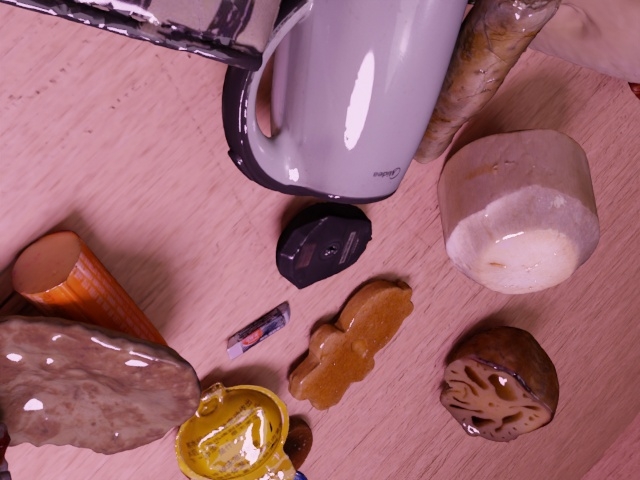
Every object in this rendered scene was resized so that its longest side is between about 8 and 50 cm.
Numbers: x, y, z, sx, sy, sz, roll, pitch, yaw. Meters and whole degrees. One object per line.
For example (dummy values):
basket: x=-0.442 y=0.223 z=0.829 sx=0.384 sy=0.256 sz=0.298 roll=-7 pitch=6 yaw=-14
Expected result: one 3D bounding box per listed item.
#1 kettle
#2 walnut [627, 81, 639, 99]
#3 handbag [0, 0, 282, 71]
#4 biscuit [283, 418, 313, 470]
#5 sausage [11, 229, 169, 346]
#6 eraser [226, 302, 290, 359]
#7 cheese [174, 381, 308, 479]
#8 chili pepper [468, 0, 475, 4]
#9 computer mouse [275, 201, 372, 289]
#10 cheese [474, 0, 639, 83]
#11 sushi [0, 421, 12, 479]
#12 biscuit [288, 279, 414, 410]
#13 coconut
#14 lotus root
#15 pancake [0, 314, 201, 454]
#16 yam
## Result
kettle: x=0.012 y=-0.152 z=0.608 sx=0.221 sy=0.161 sz=0.236 roll=-16 pitch=133 yaw=-37
walnut: x=0.553 y=-0.309 z=0.960 sx=0.244 sy=0.221 sz=0.269 roll=-63 pitch=142 yaw=-37
handbag: x=-0.150 y=-0.284 z=0.361 sx=0.327 sy=0.162 sz=0.325 roll=0 pitch=118 yaw=-36
biscuit: x=-0.075 y=0.307 z=0.988 sx=0.124 sy=0.026 sz=0.175 roll=-48 pitch=141 yaw=-4
sausage: x=-0.207 y=0.090 z=0.665 sx=0.071 sy=0.071 sz=0.234 roll=-38 pitch=139 yaw=-14
eraser: x=-0.076 y=0.114 z=0.842 sx=0.099 sy=0.019 sz=0.027 roll=-31 pitch=137 yaw=-20
cheese: x=-0.097 y=0.280 z=0.884 sx=0.156 sy=0.064 sz=0.250 roll=-33 pitch=119 yaw=-7
chili pepper: x=0.216 y=-0.342 z=0.733 sx=0.202 sy=0.052 sz=0.050 roll=-58 pitch=154 yaw=11
computer mouse: x=0.000 y=0.000 z=0.799 sx=0.172 sy=0.057 sz=0.099 roll=-9 pitch=124 yaw=-52
cheese: x=0.206 y=-0.277 z=0.573 sx=0.115 sy=0.326 sz=0.318 roll=-52 pitch=179 yaw=0
sushi: x=-0.430 y=0.249 z=0.501 sx=0.417 sy=0.176 sz=0.418 roll=-24 pitch=134 yaw=-27
biscuit: x=0.046 y=0.142 z=0.964 sx=0.225 sy=0.036 sz=0.166 roll=-52 pitch=141 yaw=-2
coconut: x=0.257 y=-0.052 z=0.889 sx=0.202 sy=0.222 sz=0.202 roll=3 pitch=140 yaw=2
lotus root: x=0.325 y=0.234 z=1.220 sx=0.188 sy=0.199 sz=0.180 roll=-38 pitch=-167 yaw=47
pancake: x=-0.233 y=0.140 z=0.635 sx=0.236 sy=0.042 sz=0.222 roll=-2 pitch=133 yaw=-4
yam: x=0.144 y=-0.162 z=0.678 sx=0.071 sy=0.067 sz=0.317 roll=-55 pitch=178 yaw=-18
